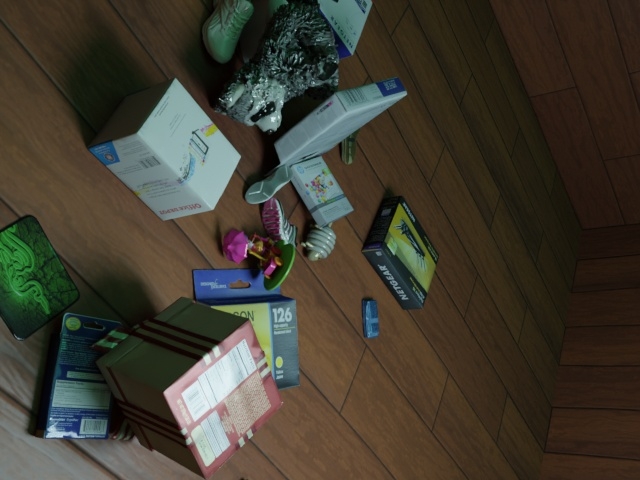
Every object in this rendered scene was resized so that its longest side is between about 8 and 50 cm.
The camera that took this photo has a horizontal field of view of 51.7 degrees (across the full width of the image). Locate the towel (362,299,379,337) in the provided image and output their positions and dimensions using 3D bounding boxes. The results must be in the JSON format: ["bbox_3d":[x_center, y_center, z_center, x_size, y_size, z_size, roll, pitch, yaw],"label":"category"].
[{"bbox_3d":[0.159,0.244,2.065,0.067,0.029,0.120,4,80,-53],"label":"towel"}]

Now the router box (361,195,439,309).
[{"bbox_3d":[0.276,0.044,2.211,0.309,0.081,0.243,52,46,-33],"label":"router box"}]

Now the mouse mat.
[{"bbox_3d":[-0.536,0.067,1.202,0.152,0.007,0.190,-46,118,-46],"label":"mouse mat"}]

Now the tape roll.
[{"bbox_3d":[-0.092,-0.538,1.818,0.286,0.100,0.287,14,72,-51],"label":"tape roll"}]

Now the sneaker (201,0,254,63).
[{"bbox_3d":[-0.220,-0.550,1.636,0.090,0.115,0.232,25,64,-43],"label":"sneaker"}]

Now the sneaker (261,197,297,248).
[{"bbox_3d":[-0.102,-0.037,1.747,0.074,0.063,0.171,-36,117,-49],"label":"sneaker"}]

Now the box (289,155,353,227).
[{"bbox_3d":[-0.001,-0.140,1.868,0.145,0.038,0.186,-26,83,-51],"label":"box"}]

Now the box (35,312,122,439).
[{"bbox_3d":[-0.452,0.258,1.251,0.136,0.036,0.226,22,67,-50],"label":"box"}]

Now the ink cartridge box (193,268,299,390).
[{"bbox_3d":[-0.170,0.221,1.607,0.303,0.072,0.308,2,84,-52],"label":"ink cartridge box"}]

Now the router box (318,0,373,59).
[{"bbox_3d":[0.020,-0.777,2.023,0.335,0.082,0.301,46,50,-38],"label":"router box"}]

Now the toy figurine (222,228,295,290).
[{"bbox_3d":[-0.165,0.019,1.623,0.159,0.130,0.173,30,23,-24],"label":"toy figurine"}]

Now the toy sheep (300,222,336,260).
[{"bbox_3d":[0.000,0.000,1.855,0.091,0.091,0.132,41,71,-41],"label":"toy sheep"}]

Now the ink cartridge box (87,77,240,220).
[{"bbox_3d":[-0.321,-0.185,1.394,0.233,0.171,0.168,51,47,-36],"label":"ink cartridge box"}]

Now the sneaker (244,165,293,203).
[{"bbox_3d":[-0.137,-0.136,1.722,0.152,0.061,0.054,-36,91,-28],"label":"sneaker"}]

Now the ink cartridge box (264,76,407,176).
[{"bbox_3d":[0.029,-0.310,1.774,0.324,0.330,0.072,-31,91,-52],"label":"ink cartridge box"}]

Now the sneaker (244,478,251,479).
[{"bbox_3d":[-0.184,0.619,1.539,0.057,0.047,0.120,22,65,-36],"label":"sneaker"}]

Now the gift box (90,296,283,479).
[{"bbox_3d":[-0.274,0.275,1.274,0.276,0.258,0.255,-33,119,-38],"label":"gift box"}]

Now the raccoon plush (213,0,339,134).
[{"bbox_3d":[-0.142,-0.484,1.618,0.299,0.216,0.447,-13,76,-11],"label":"raccoon plush"}]

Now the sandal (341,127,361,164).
[{"bbox_3d":[0.084,-0.328,2.061,0.072,0.049,0.180,4,95,-47],"label":"sandal"}]
